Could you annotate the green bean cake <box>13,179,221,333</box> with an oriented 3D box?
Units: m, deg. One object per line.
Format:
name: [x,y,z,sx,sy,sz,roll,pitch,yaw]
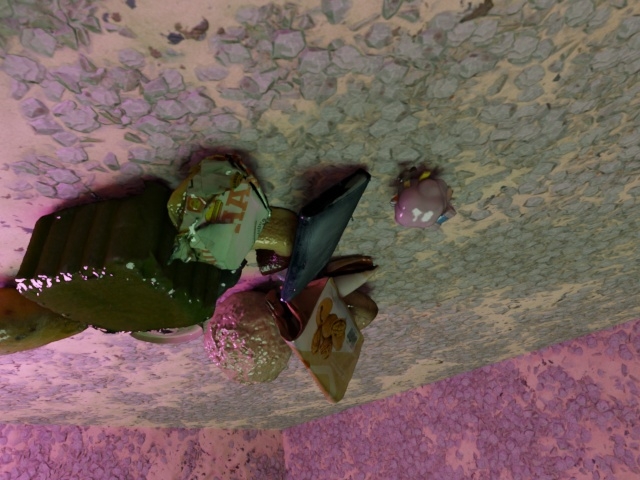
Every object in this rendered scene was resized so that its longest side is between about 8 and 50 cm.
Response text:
green bean cake: [-0.408,0.048,1.069,0.320,0.217,0.335,-9,146,18]

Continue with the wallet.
wallet: [0.000,0.000,1.140,0.191,0.046,0.379,-41,164,-29]

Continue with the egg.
egg: [-0.202,0.278,1.471,0.280,0.279,0.310,-12,144,7]

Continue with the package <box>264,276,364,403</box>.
package: [-0.026,0.261,1.374,0.165,0.221,0.311,3,141,32]

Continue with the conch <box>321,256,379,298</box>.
conch: [0.071,0.100,1.394,0.176,0.104,0.094,-22,178,16]

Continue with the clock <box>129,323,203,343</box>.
clock: [-0.498,0.286,1.640,0.235,0.029,0.235,-6,151,-4]

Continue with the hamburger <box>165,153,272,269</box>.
hamburger: [-0.208,-0.044,0.966,0.235,0.125,0.214,-46,146,-8]

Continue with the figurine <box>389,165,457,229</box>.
figurine: [0.228,-0.075,1.109,0.137,0.111,0.229,-32,154,27]

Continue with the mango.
mango: [-0.761,0.201,1.299,0.177,0.175,0.330,10,-174,32]

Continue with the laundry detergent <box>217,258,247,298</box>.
laundry detergent: [-0.253,0.093,1.261,0.078,0.144,0.222,41,118,-13]

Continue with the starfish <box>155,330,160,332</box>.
starfish: [-0.357,0.124,1.259,0.053,0.176,0.208,36,94,-27]

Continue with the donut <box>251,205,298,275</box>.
donut: [-0.110,0.005,1.178,0.141,0.085,0.217,-13,149,9]

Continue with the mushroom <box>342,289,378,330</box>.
mushroom: [0.044,0.234,1.565,0.279,0.145,0.278,-13,151,-7]

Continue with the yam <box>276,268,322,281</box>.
yam: [-0.055,0.102,1.389,0.068,0.068,0.169,-21,148,22]
